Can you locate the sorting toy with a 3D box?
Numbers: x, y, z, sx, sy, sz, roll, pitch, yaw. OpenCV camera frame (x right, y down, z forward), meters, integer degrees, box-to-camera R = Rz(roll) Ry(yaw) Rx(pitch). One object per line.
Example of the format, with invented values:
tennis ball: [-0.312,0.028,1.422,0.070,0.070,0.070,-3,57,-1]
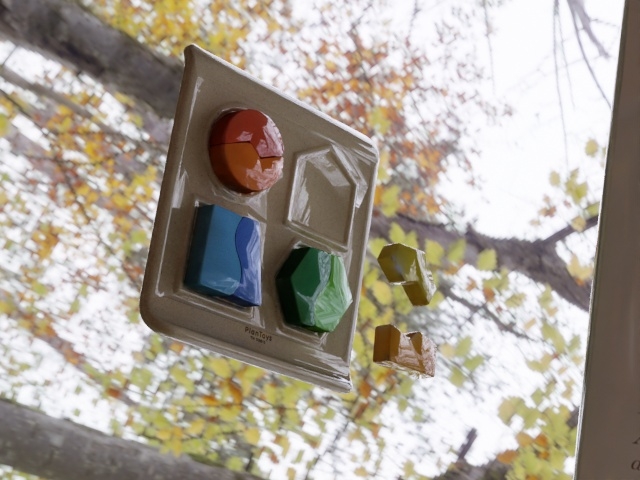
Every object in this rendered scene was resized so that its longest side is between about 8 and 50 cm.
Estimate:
sorting toy: [0.000,0.000,0.984,0.041,0.307,0.229,-13,-117,43]

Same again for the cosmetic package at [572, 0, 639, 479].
cosmetic package: [0.294,-0.023,0.443,0.377,0.097,0.284,6,-87,15]
